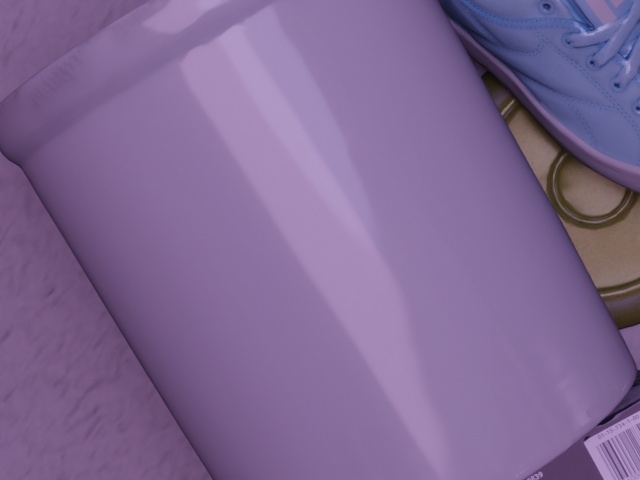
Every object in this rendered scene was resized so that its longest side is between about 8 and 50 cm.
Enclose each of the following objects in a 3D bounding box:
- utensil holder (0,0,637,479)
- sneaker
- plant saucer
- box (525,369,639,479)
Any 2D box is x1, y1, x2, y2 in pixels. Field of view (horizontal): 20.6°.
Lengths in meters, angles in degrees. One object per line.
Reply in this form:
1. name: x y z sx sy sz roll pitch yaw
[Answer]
1. utensil holder: 0.000 0.000 1.256 0.327 0.327 0.385 -30 94 2
2. sneaker: 0.199 -0.155 1.294 0.366 0.150 0.135 34 77 10
3. plant saucer: 0.213 -0.046 1.387 0.241 0.037 0.241 0 91 2
4. box: 0.182 0.226 1.343 0.247 0.142 0.163 -29 90 1
